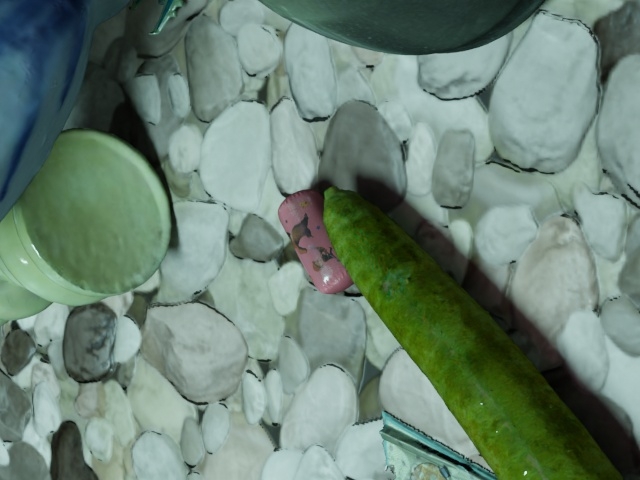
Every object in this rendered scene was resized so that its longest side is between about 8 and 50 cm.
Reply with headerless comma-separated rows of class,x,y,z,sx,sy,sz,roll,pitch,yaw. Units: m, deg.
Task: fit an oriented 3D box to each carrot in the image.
carrot,0.106,0.090,1.134,0.358,0.074,0.074,54,125,26

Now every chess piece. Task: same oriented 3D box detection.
chess piece,-0.255,0.010,1.399,0.251,0.144,0.144,-24,80,47

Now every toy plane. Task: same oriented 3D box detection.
toy plane,-0.121,-0.206,1.315,0.083,0.033,0.080,3,97,34

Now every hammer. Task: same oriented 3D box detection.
hammer,0.000,0.000,1.231,0.043,0.043,0.083,-42,67,36

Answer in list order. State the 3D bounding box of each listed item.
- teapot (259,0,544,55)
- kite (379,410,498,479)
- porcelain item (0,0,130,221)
teapot,0.045,-0.262,1.029,0.321,0.239,0.239,-44,69,34
kite,0.130,0.306,1.173,0.368,0.014,0.406,-28,77,39
porcelain item,-0.318,-0.106,1.211,0.242,0.405,0.178,41,155,-11
